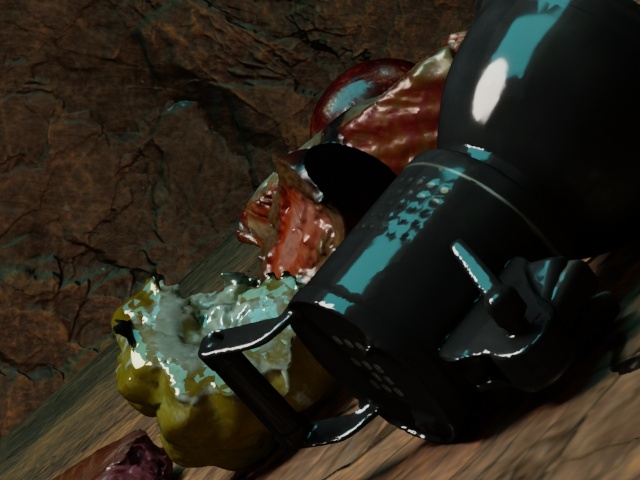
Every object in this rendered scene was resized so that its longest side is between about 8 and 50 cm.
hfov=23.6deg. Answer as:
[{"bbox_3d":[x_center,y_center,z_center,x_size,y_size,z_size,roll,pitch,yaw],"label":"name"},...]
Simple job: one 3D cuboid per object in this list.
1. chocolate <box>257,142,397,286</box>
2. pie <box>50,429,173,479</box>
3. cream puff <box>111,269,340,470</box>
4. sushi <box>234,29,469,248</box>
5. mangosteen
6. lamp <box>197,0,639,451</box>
[{"bbox_3d":[0.000,0.000,1.204,0.133,0.127,0.124,-49,16,40],"label":"chocolate"},{"bbox_3d":[-0.198,0.221,1.136,0.219,0.054,0.204,-37,7,33],"label":"pie"},{"bbox_3d":[-0.054,0.086,0.981,0.156,0.156,0.121,-34,51,51],"label":"cream puff"},{"bbox_3d":[0.054,-0.058,1.305,0.332,0.124,0.130,-37,-5,21],"label":"sushi"},{"bbox_3d":[0.070,-0.083,1.463,0.156,0.181,0.145,-24,-38,-1],"label":"mangosteen"},{"bbox_3d":[0.076,0.004,0.708,0.172,0.147,0.227,10,56,53],"label":"lamp"}]
